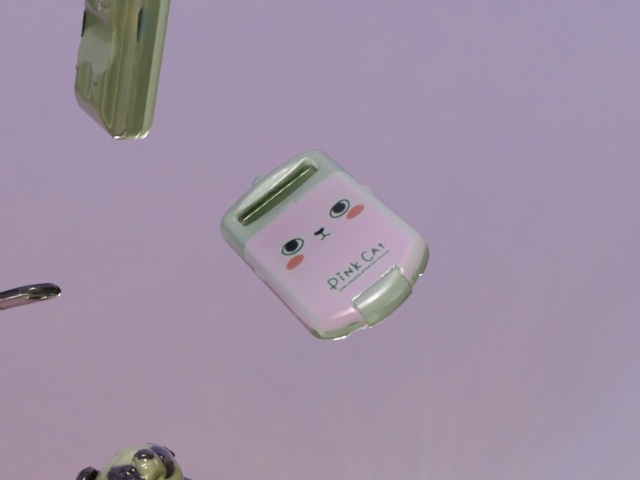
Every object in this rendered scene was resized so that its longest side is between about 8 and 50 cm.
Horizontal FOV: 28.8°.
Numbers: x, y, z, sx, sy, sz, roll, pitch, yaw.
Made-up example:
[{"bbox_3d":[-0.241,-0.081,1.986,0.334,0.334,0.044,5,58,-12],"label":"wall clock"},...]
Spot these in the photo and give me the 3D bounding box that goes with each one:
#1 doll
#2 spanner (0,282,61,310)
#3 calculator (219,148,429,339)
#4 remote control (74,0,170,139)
[{"bbox_3d":[-0.171,0.322,1.359,0.143,0.135,0.234,-39,-50,-19],"label":"doll"},{"bbox_3d":[-0.362,0.072,1.251,0.087,0.024,0.316,7,-14,-43],"label":"spanner"},{"bbox_3d":[0.000,0.000,1.210,0.141,0.246,0.045,-38,-43,-8],"label":"calculator"},{"bbox_3d":[-0.202,-0.274,1.285,0.065,0.128,0.335,-9,-58,-37],"label":"remote control"}]
